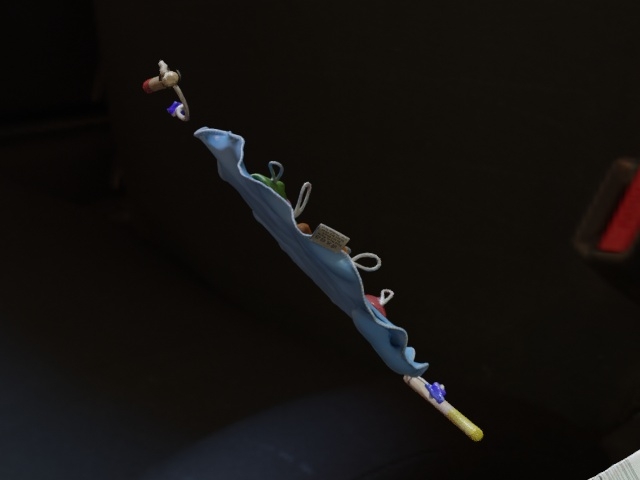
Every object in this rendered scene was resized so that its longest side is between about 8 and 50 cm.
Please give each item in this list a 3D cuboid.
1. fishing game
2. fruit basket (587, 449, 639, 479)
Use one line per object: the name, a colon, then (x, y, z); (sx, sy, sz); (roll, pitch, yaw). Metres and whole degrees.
fishing game: (0.000, 0.000, 0.786); (0.041, 0.264, 0.189); (-42, 10, -5)
fruit basket: (0.144, 0.349, 0.863); (0.327, 0.353, 0.165); (59, 173, 14)
